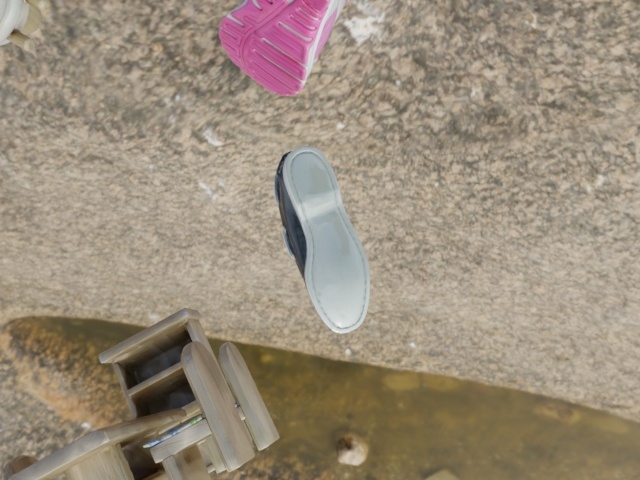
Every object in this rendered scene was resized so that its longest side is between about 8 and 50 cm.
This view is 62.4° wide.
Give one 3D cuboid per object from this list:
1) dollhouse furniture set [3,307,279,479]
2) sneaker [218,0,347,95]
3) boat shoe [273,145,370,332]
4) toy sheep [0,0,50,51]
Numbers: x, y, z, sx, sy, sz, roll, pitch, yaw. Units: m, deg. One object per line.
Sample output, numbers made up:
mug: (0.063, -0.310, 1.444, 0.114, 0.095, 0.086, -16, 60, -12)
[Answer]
dollhouse furniture set: (-0.165, 0.149, 0.464, 0.212, 0.242, 0.161, -29, 76, 1)
sneaker: (-0.016, -0.234, 0.500, 0.103, 0.111, 0.252, 37, 154, -9)
boat shoe: (0.000, 0.000, 0.866, 0.114, 0.091, 0.303, -11, 90, -22)
toy sheep: (-0.256, -0.177, 0.372, 0.091, 0.132, 0.091, 0, 91, 19)
